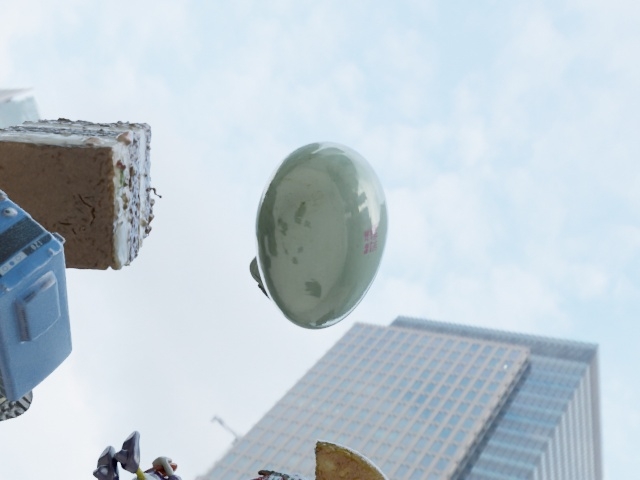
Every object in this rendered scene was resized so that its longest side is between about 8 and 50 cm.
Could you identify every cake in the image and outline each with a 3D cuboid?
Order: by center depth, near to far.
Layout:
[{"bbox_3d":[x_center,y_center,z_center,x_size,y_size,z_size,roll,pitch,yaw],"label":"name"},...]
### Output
[{"bbox_3d":[-0.466,-0.093,1.516,0.282,0.290,0.255,3,-79,3],"label":"cake"}]

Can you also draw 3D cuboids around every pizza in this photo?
[{"bbox_3d":[0.074,0.518,1.685,0.271,0.134,0.056,29,-7,28],"label":"pizza"}]

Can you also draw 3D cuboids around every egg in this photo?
[{"bbox_3d":[0.000,0.000,1.410,0.230,0.230,0.370,23,-49,23],"label":"egg"}]

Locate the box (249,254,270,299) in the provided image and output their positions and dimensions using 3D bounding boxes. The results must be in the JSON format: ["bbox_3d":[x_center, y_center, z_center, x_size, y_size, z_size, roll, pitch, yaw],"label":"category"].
[{"bbox_3d":[-0.021,0.025,1.748,0.163,0.135,0.243,43,-61,4],"label":"box"}]

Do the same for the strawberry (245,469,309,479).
[{"bbox_3d":[-0.075,0.507,1.345,0.111,0.190,0.236,39,-68,65],"label":"strawberry"}]

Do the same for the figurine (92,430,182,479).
[{"bbox_3d":[-0.440,0.707,2.258,0.154,0.193,0.421,-39,-54,8],"label":"figurine"}]

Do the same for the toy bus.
[{"bbox_3d":[-0.357,0.068,0.921,0.134,0.116,0.234,34,-39,14],"label":"toy bus"}]

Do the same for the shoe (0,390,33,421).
[{"bbox_3d":[-0.871,0.419,1.943,0.171,0.336,0.132,-5,-73,38],"label":"shoe"}]
